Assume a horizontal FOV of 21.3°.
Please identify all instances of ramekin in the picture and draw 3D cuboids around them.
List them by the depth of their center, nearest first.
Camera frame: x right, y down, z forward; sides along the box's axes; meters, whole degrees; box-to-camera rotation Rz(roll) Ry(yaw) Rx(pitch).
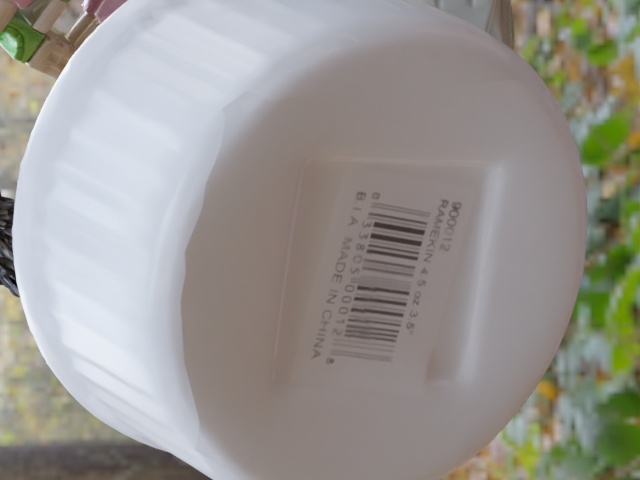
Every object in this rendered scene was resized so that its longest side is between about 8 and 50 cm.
[{"bbox_3d":[0.000,0.000,0.849,0.135,0.277,0.277,27,124,56],"label":"ramekin"}]

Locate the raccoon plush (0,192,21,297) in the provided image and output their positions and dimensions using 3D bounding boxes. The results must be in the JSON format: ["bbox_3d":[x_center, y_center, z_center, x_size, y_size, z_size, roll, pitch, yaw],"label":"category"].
[{"bbox_3d":[-0.398,0.037,1.400,0.216,0.446,0.299,110,-177,-64],"label":"raccoon plush"}]

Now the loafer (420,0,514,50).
[{"bbox_3d":[0.116,-0.144,1.422,0.111,0.112,0.319,-33,-53,-76],"label":"loafer"}]

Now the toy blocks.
[{"bbox_3d":[-0.275,-0.314,1.752,0.289,0.260,0.309,24,-164,-50],"label":"toy blocks"}]
